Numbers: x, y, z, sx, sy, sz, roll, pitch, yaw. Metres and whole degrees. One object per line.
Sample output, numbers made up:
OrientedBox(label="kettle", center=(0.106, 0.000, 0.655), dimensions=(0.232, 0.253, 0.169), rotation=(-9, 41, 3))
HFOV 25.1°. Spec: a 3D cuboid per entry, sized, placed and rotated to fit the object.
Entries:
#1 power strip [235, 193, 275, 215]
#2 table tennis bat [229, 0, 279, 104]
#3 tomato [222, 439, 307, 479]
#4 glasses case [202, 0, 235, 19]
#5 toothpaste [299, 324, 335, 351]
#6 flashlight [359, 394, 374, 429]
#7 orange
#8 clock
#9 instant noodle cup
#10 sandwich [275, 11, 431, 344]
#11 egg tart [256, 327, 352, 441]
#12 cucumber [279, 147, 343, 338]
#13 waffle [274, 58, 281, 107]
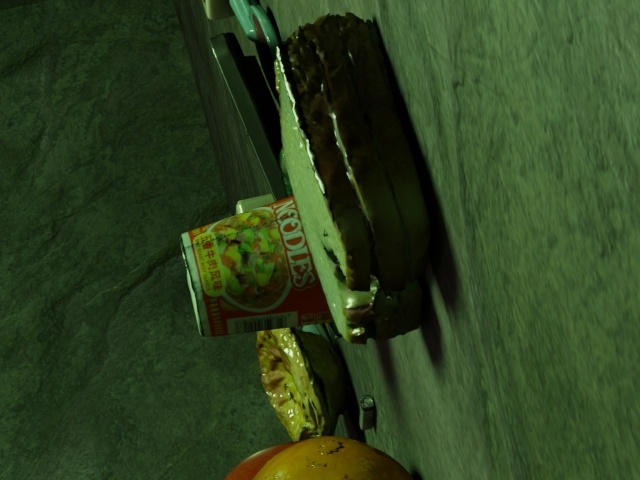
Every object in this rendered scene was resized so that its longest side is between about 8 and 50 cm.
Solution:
OrientedBox(label="power strip", center=(-0.083, -0.023, 2.327), dimensions=(0.256, 0.105, 0.070), rotation=(110, 147, -78))
OrientedBox(label="table tennis bat", center=(-0.086, -0.297, 2.133), dimensions=(0.153, 0.040, 0.244), rotation=(81, 168, -46))
OrientedBox(label="tomato", center=(-0.023, 0.464, 2.072), dimensions=(0.341, 0.273, 0.341), rotation=(167, 90, -83))
OrientedBox(label="glasses case", center=(-0.155, -0.469, 2.167), dimensions=(0.336, 0.076, 0.144), rotation=(95, 161, -70))
OrientedBox(label="toothpaste", center=(-0.002, 0.161, 2.328), dimensions=(0.216, 0.037, 0.062), rotation=(-122, 19, -51))
OrientedBox(label="flashlight", center=(0.064, 0.238, 1.988), dimensions=(0.083, 0.018, 0.018), rotation=(89, 168, -61))
OrientedBox(label="orange", center=(0.015, 0.355, 1.704), dimensions=(0.246, 0.246, 0.246), rotation=(167, 90, -83))
OrientedBox(label="clock", center=(-0.081, -0.170, 2.053), dimensions=(0.279, 0.049, 0.273), rotation=(-99, -14, -81))
OrientedBox(label="instant noodle cup", center=(-0.055, 0.031, 1.730), dimensions=(0.193, 0.212, 0.193), rotation=(167, 90, -84))
OrientedBox(label="sandwich", center=(0.031, -0.044, 1.375), dimensions=(0.273, 0.095, 0.249), rotation=(89, 167, -65))
OrientedBox(label="egg tart", center=(-0.023, 0.218, 2.230), dimensions=(0.241, 0.106, 0.241), rotation=(162, 90, -72))
OrientedBox(label="cucumber", center=(0.000, 0.000, 1.858), dimensions=(0.056, 0.056, 0.284), rotation=(-120, 12, -68))
OrientedBox(label="waffle", center=(-0.027, -0.147, 1.911), dimensions=(0.169, 0.036, 0.183), rotation=(83, 171, -55))
